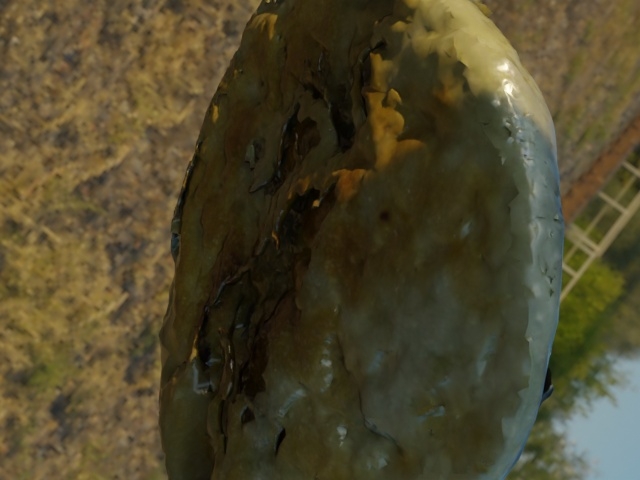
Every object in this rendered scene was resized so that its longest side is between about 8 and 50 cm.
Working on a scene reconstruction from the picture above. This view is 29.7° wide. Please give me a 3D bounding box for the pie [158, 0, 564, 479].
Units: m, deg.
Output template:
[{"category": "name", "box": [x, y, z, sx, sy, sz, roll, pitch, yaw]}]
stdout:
[{"category": "pie", "box": [0.001, 0.000, 0.601, 0.077, 0.339, 0.339, 10, 127, -32]}]
